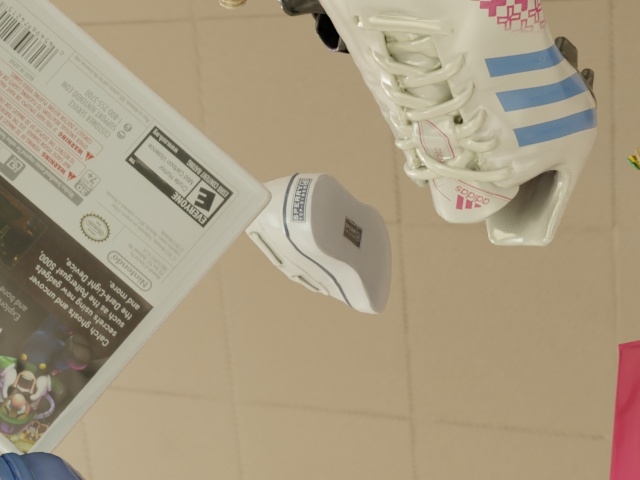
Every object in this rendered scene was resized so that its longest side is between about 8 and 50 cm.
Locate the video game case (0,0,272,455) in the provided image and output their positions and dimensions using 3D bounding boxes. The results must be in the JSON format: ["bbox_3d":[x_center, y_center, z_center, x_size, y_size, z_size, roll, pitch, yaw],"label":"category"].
[{"bbox_3d":[-0.150,-0.018,0.562,0.190,0.022,0.173,41,87,0],"label":"video game case"}]

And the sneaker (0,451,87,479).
[{"bbox_3d":[-0.026,0.193,0.460,0.296,0.131,0.112,52,152,18],"label":"sneaker"}]

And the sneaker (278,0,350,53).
[{"bbox_3d":[0.052,-0.231,1.142,0.107,0.283,0.124,42,107,42],"label":"sneaker"}]

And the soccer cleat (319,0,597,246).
[{"bbox_3d":[0.084,-0.095,0.722,0.116,0.331,0.143,4,72,36],"label":"soccer cleat"}]

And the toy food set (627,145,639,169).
[{"bbox_3d":[0.417,-0.086,1.469,0.020,0.083,0.082,-51,62,30],"label":"toy food set"}]

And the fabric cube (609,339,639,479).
[{"bbox_3d":[0.551,0.278,1.556,0.254,0.258,0.259,-18,136,41],"label":"fabric cube"}]

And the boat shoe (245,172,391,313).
[{"bbox_3d":[0.000,0.000,1.098,0.084,0.258,0.095,3,68,21],"label":"boat shoe"}]

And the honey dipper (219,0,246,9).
[{"bbox_3d":[-0.088,-0.291,1.171,0.030,0.030,0.161,30,153,15],"label":"honey dipper"}]
